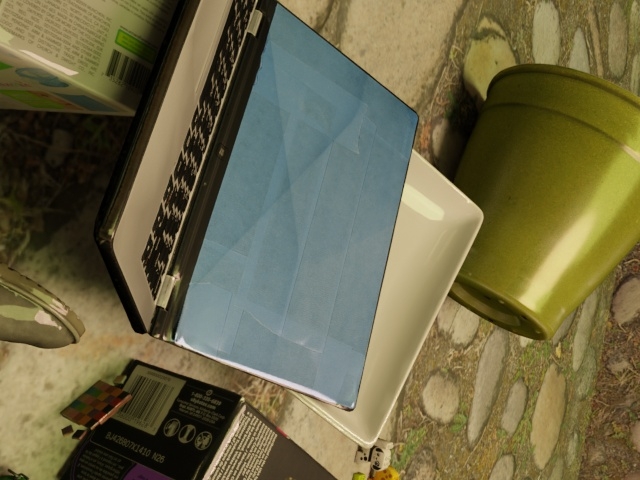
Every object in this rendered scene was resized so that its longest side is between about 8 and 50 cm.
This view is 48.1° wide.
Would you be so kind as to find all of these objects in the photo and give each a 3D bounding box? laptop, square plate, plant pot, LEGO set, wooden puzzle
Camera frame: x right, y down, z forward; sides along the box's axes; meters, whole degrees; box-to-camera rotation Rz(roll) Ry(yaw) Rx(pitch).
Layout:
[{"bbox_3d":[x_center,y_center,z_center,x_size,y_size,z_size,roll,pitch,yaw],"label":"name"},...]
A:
[{"bbox_3d":[-0.001,-0.080,0.641,0.408,0.236,0.381,116,-11,-70],"label":"laptop"},{"bbox_3d":[0.000,0.000,0.828,0.344,0.049,0.347,39,64,-16],"label":"square plate"},{"bbox_3d":[0.360,-0.037,1.198,0.353,0.366,0.366,-58,140,-9],"label":"plant pot"},{"bbox_3d":[0.102,0.422,1.146,0.087,0.093,0.227,12,89,-54],"label":"LEGO set"},{"bbox_3d":[-0.215,0.158,0.686,0.083,0.049,0.006,-42,129,-39],"label":"wooden puzzle"}]

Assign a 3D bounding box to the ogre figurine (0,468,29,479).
[{"bbox_3d":[-0.294,0.246,0.544,0.197,0.118,0.096,13,88,-55],"label":"ogre figurine"}]

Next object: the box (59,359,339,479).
[{"bbox_3d":[-0.106,0.263,0.762,0.143,0.165,0.270,-61,141,-24],"label":"box"}]

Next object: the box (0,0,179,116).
[{"bbox_3d":[-0.209,-0.154,0.482,0.114,0.203,0.103,23,79,-51],"label":"box"}]

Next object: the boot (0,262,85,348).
[{"bbox_3d":[-0.301,0.106,0.536,0.190,0.076,0.208,41,58,-34],"label":"boot"}]
